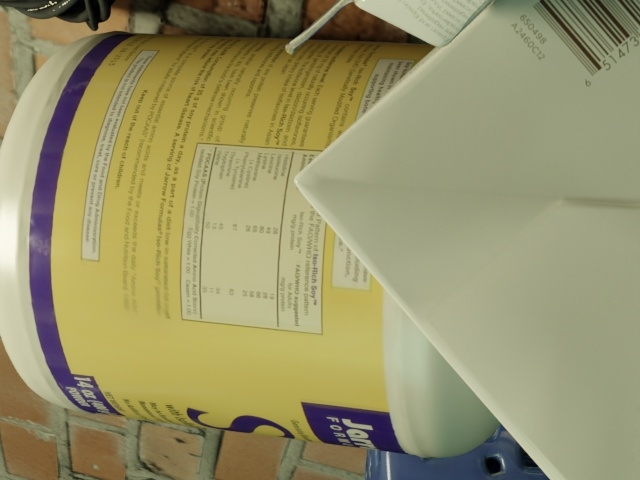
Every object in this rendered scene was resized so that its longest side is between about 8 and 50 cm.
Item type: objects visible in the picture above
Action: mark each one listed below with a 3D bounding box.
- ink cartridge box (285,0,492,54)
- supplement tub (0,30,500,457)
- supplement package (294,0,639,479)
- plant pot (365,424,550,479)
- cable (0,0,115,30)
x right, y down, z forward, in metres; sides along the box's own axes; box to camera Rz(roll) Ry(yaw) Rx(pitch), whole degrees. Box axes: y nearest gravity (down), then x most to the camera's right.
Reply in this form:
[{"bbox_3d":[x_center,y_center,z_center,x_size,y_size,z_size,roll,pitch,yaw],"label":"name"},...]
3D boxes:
[{"bbox_3d":[0.108,-0.166,0.504,0.045,0.223,0.224,45,145,-5],"label":"ink cartridge box"},{"bbox_3d":[0.000,0.000,0.795,0.331,0.241,0.241,5,148,17],"label":"supplement tub"},{"bbox_3d":[0.157,-0.041,0.564,0.262,0.145,0.204,-41,91,9],"label":"supplement package"},{"bbox_3d":[0.144,0.227,1.128,0.236,0.212,0.236,13,148,5],"label":"plant pot"},{"bbox_3d":[-0.193,-0.182,0.774,0.150,0.047,0.184,-4,145,28],"label":"cable"}]
